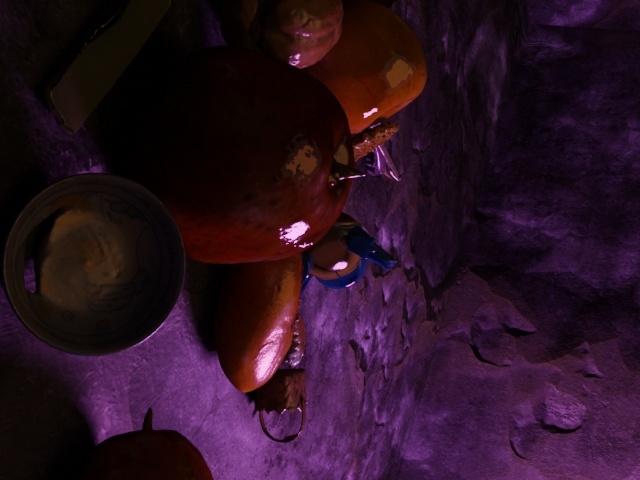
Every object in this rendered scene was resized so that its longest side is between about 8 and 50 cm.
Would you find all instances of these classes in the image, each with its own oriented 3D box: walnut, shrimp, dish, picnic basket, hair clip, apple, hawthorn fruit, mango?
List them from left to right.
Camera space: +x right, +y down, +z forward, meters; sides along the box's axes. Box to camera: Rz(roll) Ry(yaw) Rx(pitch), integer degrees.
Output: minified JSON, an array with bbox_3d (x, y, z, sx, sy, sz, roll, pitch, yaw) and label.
[{"bbox_3d":[-0.361,0.036,1.214,0.273,0.134,0.273,0,90,-34],"label":"dish"},{"bbox_3d":[-0.308,0.435,1.360,0.277,0.277,0.298,48,38,-61],"label":"hawthorn fruit"},{"bbox_3d":[-0.141,0.166,1.718,0.199,0.201,0.349,11,101,-30],"label":"mango"},{"bbox_3d":[-0.109,-0.141,1.378,0.403,0.403,0.402,-40,136,-55],"label":"hawthorn fruit"},{"bbox_3d":[-0.095,0.413,1.964,0.138,0.128,0.178,2,81,-63],"label":"picnic basket"},{"bbox_3d":[-0.071,-0.431,1.524,0.257,0.225,0.257,15,90,-74],"label":"walnut"},{"bbox_3d":[-0.089,0.258,2.016,0.166,0.049,0.161,-1,99,-64],"label":"shrimp"},{"bbox_3d":[0.093,-0.408,1.844,0.275,0.299,0.299,53,32,2],"label":"apple"},{"bbox_3d":[0.172,-0.272,2.324,0.106,0.085,0.292,-57,144,-31],"label":"hair clip"}]

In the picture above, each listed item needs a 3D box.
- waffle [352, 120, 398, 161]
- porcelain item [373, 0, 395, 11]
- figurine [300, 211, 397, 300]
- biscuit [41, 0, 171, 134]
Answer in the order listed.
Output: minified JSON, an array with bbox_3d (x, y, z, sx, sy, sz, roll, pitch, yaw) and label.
[{"bbox_3d":[0.081,-0.226,1.987,0.052,0.245,0.254,59,34,3],"label":"waffle"},{"bbox_3d":[0.181,-0.582,2.223,0.215,0.069,0.081,75,30,-54],"label":"porcelain item"},{"bbox_3d":[0.012,0.023,1.963,0.243,0.298,0.416,63,1,39],"label":"figurine"},{"bbox_3d":[-0.330,-0.308,1.232,0.099,0.038,0.322,73,36,-53],"label":"biscuit"}]
